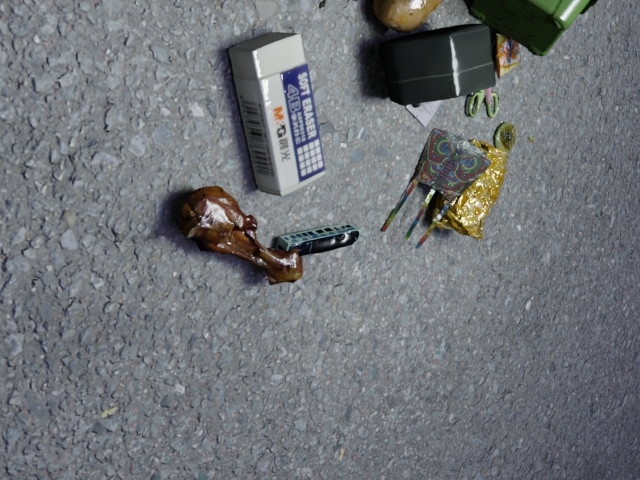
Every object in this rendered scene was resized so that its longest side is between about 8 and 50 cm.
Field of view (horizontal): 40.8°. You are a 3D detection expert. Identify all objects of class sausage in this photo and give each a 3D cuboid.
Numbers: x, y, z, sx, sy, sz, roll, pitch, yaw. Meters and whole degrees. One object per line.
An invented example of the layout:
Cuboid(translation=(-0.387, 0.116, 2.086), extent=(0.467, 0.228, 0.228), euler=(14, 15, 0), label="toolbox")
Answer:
Cuboid(translation=(0.277, -0.617, 1.780), extent=(0.123, 0.136, 0.500), euler=(39, 70, -5), label="sausage")

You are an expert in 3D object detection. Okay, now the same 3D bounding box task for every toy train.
Cuboid(translation=(0.000, 0.000, 1.754), extent=(0.208, 0.047, 0.043), euler=(-11, 132, -40), label="toy train")

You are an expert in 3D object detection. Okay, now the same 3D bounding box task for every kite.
Cuboid(translation=(0.251, -0.112, 1.931), extent=(0.285, 0.152, 0.015), euler=(-55, 171, -11), label="kite")

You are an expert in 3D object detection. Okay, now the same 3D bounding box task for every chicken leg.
Cuboid(translation=(-0.144, 0.003, 1.583), extent=(0.113, 0.093, 0.304), euler=(-53, 131, -2), label="chicken leg")

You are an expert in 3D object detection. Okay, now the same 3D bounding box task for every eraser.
Cuboid(translation=(-0.077, -0.233, 1.589), extent=(0.124, 0.081, 0.278), euler=(-29, 121, -35), label="eraser")

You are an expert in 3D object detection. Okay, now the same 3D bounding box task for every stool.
Cuboid(translation=(0.239, -0.358, 1.757), extent=(0.232, 0.232, 0.141), euler=(-24, 109, -37), label="stool")

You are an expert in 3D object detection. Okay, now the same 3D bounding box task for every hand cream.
Cuboid(translation=(0.251, -0.331, 1.909), extent=(0.142, 0.053, 0.084), euler=(-53, 133, 1), label="hand cream")

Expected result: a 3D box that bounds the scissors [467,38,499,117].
Cuboid(translation=(0.395, -0.384, 2.042), extent=(0.134, 0.020, 0.187), euler=(-11, 109, -48), label="scissors")

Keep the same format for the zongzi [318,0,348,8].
Cuboid(translation=(0.024, -0.665, 1.453), extent=(0.447, 0.181, 0.418), euler=(33, 81, -37), label="zongzi")

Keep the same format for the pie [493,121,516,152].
Cuboid(translation=(0.462, -0.256, 2.143), extent=(0.084, 0.021, 0.084), euler=(-15, 112, -41), label="pie")

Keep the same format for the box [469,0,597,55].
Cuboid(translation=(0.459, -0.535, 1.838), extent=(0.177, 0.253, 0.329), euler=(-58, 175, 2), label="box")

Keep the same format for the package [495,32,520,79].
Cuboid(translation=(0.445, -0.453, 2.051), extent=(0.121, 0.031, 0.108), euler=(-38, 127, -45), label="package")

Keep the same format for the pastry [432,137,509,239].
Cuboid(translation=(0.348, -0.132, 2.004), extent=(0.154, 0.102, 0.249), euler=(24, 76, -13), label="pastry")
